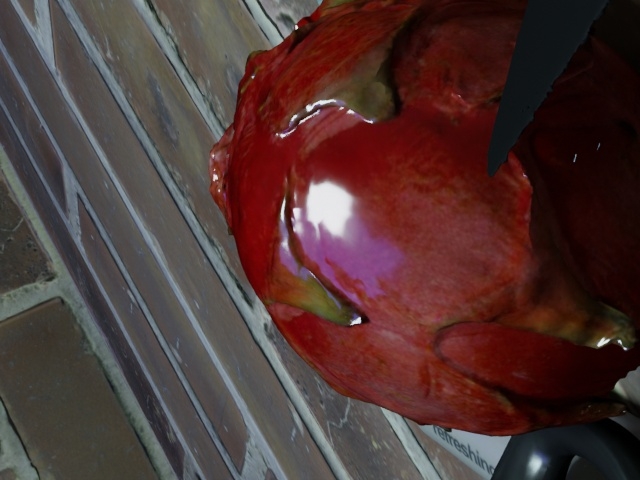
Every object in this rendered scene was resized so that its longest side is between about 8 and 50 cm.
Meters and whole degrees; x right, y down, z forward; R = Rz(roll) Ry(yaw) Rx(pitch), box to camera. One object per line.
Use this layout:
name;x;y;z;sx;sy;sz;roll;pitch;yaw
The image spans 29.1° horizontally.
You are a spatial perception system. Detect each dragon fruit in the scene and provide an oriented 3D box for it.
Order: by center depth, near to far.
dragon fruit;0.071;-0.019;0.630;0.252;0.241;0.241;49;162;-10

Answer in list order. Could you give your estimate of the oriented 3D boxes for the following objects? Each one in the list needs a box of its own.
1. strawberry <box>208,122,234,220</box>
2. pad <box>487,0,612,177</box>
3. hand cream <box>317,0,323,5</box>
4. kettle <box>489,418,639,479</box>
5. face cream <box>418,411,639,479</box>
strawberry;0.000;0.000;0.818;0.111;0.236;0.190;-30;52;34
pad;0.131;-0.142;0.353;0.063;0.315;0.375;18;162;1
hand cream;0.030;-0.198;0.791;0.109;0.067;0.320;68;165;-8
kettle;0.115;0.192;0.607;0.232;0.144;0.202;-127;49;-74
face cream;0.171;0.146;0.761;0.311;0.092;0.092;30;140;57
